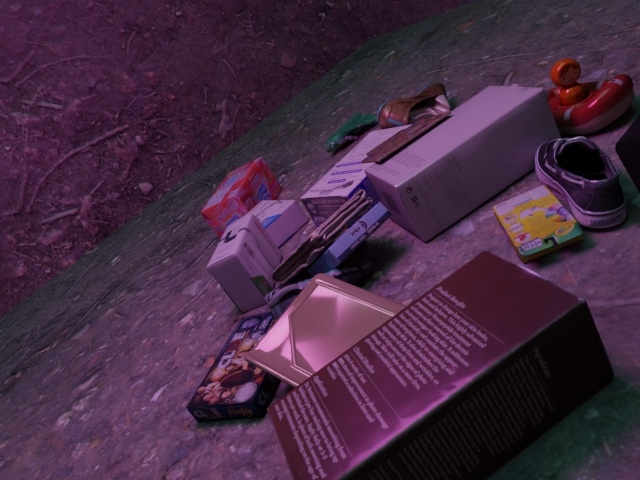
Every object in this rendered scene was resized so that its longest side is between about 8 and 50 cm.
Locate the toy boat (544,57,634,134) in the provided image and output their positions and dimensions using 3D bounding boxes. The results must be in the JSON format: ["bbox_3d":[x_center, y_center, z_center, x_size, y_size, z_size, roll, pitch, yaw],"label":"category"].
[{"bbox_3d":[0.546,-0.322,1.126,0.151,0.151,0.231,-40,25,-16],"label":"toy boat"}]

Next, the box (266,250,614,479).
[{"bbox_3d":[0.138,0.192,0.657,0.381,0.143,0.191,-36,24,-4],"label":"box"}]

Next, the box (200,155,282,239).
[{"bbox_3d":[-0.259,-0.139,1.749,0.154,0.142,0.300,-22,26,23],"label":"box"}]

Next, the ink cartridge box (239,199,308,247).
[{"bbox_3d":[-0.151,-0.049,1.525,0.139,0.082,0.191,-44,28,-25],"label":"ink cartridge box"}]

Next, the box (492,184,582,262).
[{"bbox_3d":[0.376,-0.027,0.904,0.105,0.043,0.179,-24,23,15],"label":"box"}]

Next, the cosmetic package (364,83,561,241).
[{"bbox_3d":[0.306,-0.179,1.138,0.366,0.155,0.197,-33,23,-2],"label":"cosmetic package"}]

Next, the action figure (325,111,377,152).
[{"bbox_3d":[0.097,-0.391,1.902,0.232,0.063,0.137,-40,27,-26],"label":"action figure"}]

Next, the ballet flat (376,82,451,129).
[{"bbox_3d":[0.313,-0.390,1.563,0.124,0.116,0.342,32,40,30],"label":"ballet flat"}]

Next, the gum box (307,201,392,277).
[{"bbox_3d":[0.058,0.008,1.115,0.157,0.041,0.184,-41,-3,-21],"label":"gum box"}]

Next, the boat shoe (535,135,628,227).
[{"bbox_3d":[0.454,-0.137,0.928,0.108,0.102,0.301,-13,29,16],"label":"boat shoe"}]

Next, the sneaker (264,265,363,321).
[{"bbox_3d":[0.000,0.121,1.036,0.224,0.098,0.083,-16,-13,-29],"label":"sneaker"}]

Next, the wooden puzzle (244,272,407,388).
[{"bbox_3d":[0.023,0.167,0.890,0.221,0.044,0.239,20,48,33],"label":"wooden puzzle"}]

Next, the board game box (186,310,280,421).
[{"bbox_3d":[-0.135,0.235,1.012,0.165,0.042,0.243,-16,28,31],"label":"board game box"}]

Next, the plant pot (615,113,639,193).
[{"bbox_3d":[0.556,-0.140,0.751,0.188,0.187,0.167,-43,15,-22],"label":"plant pot"}]

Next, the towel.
[{"bbox_3d":[0.000,0.000,1.175,0.187,0.049,0.282,-42,0,-31],"label":"towel"}]

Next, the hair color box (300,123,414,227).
[{"bbox_3d":[0.126,-0.175,1.405,0.185,0.110,0.339,3,40,50],"label":"hair color box"}]

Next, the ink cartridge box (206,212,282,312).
[{"bbox_3d":[-0.180,0.051,1.285,0.087,0.153,0.208,-25,24,19],"label":"ink cartridge box"}]

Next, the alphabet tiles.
[{"bbox_3d":[0.188,-0.243,1.258,0.198,0.009,0.237,-35,11,-4],"label":"alphabet tiles"}]
